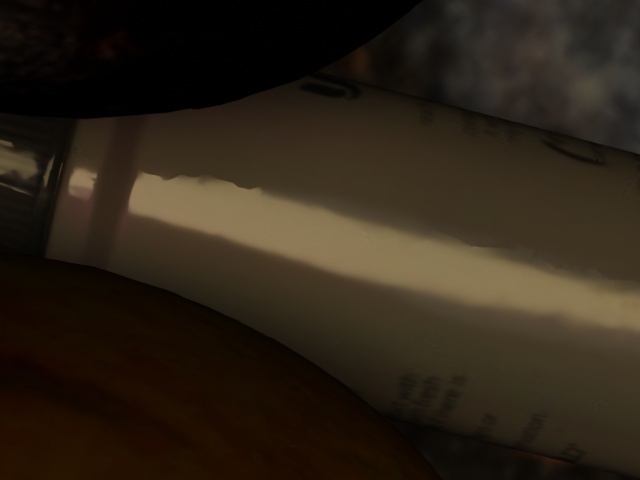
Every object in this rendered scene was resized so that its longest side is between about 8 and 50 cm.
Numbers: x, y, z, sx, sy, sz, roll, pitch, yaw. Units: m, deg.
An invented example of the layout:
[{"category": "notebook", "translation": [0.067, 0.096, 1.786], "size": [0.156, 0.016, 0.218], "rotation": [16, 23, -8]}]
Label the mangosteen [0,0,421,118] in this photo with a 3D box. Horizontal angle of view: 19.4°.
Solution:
[{"category": "mangosteen", "translation": [-0.030, -0.157, 0.404], "size": [0.287, 0.288, 0.233], "rotation": [-25, 133, -3]}]

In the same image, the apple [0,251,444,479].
[{"category": "apple", "translation": [-0.078, 0.131, 0.424], "size": [0.264, 0.264, 0.264], "rotation": [0, 90, -4]}]

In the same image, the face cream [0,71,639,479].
[{"category": "face cream", "translation": [0.000, 0.000, 0.517], "size": [0.311, 0.092, 0.092], "rotation": [13, 90, -4]}]
